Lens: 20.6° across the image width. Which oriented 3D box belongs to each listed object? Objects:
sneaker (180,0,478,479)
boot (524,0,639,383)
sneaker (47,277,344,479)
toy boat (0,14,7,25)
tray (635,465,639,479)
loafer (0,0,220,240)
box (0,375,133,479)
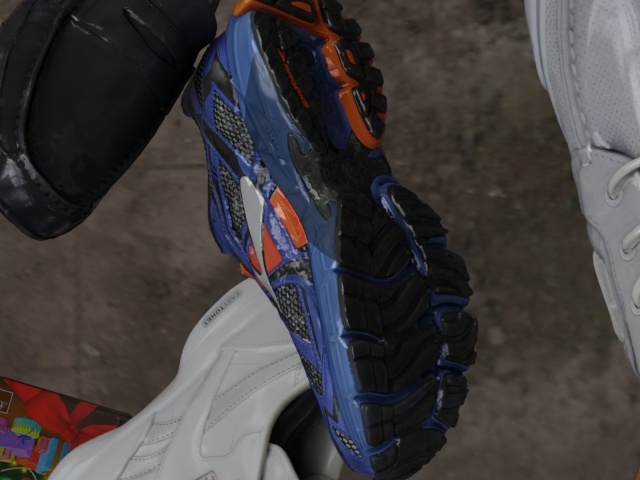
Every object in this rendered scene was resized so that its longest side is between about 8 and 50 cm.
[{"bbox_3d":[0.000,0.000,0.764,0.083,0.087,0.221,-3,71,-41],"label":"sneaker"},{"bbox_3d":[0.142,-0.004,0.635,0.095,0.123,0.258,-19,112,13],"label":"boot"},{"bbox_3d":[-0.078,0.161,1.104,0.114,0.152,0.305,32,99,-41],"label":"sneaker"},{"bbox_3d":[-0.360,-0.083,1.537,0.267,0.318,0.148,-4,129,-19],"label":"toy boat"},{"bbox_3d":[0.231,0.180,1.083,0.076,0.203,0.411,17,69,19],"label":"tray"},{"bbox_3d":[-0.086,-0.092,0.755,0.076,0.078,0.223,48,38,-28],"label":"loafer"},{"bbox_3d":[-0.298,0.177,1.214,0.293,0.057,0.201,17,77,-9],"label":"box"}]
